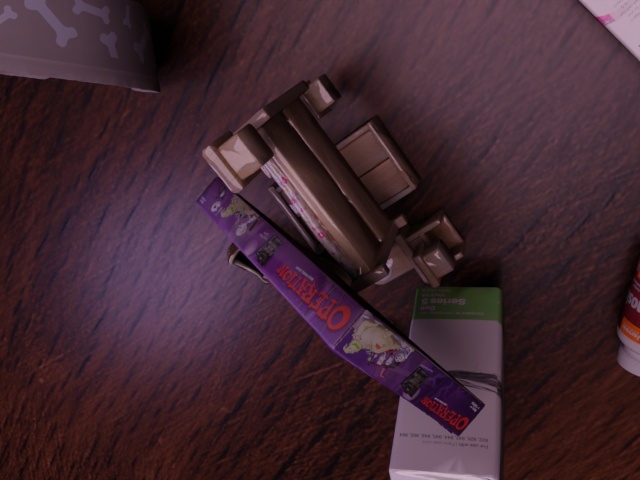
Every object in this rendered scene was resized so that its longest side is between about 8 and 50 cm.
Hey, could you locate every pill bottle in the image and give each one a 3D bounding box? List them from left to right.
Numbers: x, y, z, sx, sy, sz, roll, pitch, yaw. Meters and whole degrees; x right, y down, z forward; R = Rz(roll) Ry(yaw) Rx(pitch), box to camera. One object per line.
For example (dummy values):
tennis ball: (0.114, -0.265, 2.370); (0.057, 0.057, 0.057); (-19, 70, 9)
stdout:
pill bottle: (0.416, 0.090, 0.786); (0.086, 0.086, 0.151); (11, 115, 12)

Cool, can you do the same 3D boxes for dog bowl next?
dog bowl: (-0.361, -0.244, 0.749); (0.349, 0.349, 0.102); (10, 100, 13)

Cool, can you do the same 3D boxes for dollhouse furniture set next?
dollhouse furniture set: (0.000, 0.000, 0.724); (0.174, 0.355, 0.303); (-33, 101, 27)

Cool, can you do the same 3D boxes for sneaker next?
sneaker: (-0.046, 0.051, 0.919); (0.189, 0.071, 0.066); (21, 117, 8)

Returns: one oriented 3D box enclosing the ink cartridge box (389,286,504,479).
ink cartridge box: (0.166, 0.219, 0.789); (0.115, 0.272, 0.198); (0, 130, 17)

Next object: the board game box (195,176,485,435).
board game box: (0.004, 0.056, 0.694); (0.056, 0.347, 0.208); (-47, 126, -3)

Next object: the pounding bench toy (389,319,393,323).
pounding bench toy: (0.086, 0.171, 0.941); (0.083, 0.052, 0.065); (-34, 100, 26)

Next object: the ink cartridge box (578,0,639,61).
ink cartridge box: (0.341, -0.261, 0.672); (0.181, 0.061, 0.104); (43, 118, -4)
